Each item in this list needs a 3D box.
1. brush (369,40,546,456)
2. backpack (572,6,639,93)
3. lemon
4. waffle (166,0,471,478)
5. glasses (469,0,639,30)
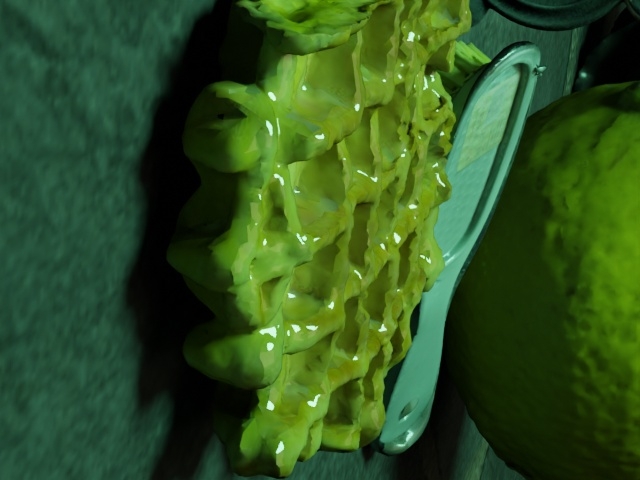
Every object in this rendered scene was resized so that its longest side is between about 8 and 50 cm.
[{"bbox_3d":[0.048,0.005,0.778,0.068,0.060,0.297,-32,148,-36],"label":"brush"},{"bbox_3d":[0.366,-0.094,1.441,0.445,0.255,0.363,-66,164,6],"label":"backpack"},{"bbox_3d":[0.198,0.041,0.953,0.245,0.245,0.320,-58,154,-52],"label":"lemon"},{"bbox_3d":[0.001,0.000,0.588,0.229,0.057,0.219,-47,144,-60],"label":"waffle"},{"bbox_3d":[0.128,-0.133,0.663,0.268,0.234,0.118,-2,115,-66],"label":"glasses"}]
